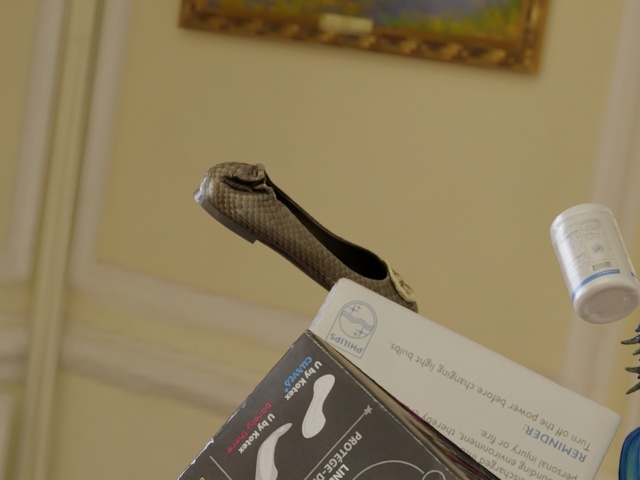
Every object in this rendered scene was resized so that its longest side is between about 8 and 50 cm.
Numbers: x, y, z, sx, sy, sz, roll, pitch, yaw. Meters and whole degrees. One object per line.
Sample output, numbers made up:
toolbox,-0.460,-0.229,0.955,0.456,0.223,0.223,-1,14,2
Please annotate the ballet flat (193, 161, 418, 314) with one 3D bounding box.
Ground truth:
ballet flat,0.000,0.000,1.445,0.250,0.058,0.084,32,11,-29

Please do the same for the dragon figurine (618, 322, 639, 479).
dragon figurine,0.265,0.177,1.188,0.144,0.289,0.085,0,-27,31

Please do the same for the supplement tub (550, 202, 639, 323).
supplement tub,0.276,0.024,1.685,0.071,0.071,0.107,7,46,-20

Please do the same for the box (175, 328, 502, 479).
box,0.041,0.184,0.801,0.142,0.163,0.247,40,0,42

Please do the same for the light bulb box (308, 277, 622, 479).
light bulb box,0.019,0.252,1.266,0.225,0.361,0.358,26,-8,1
